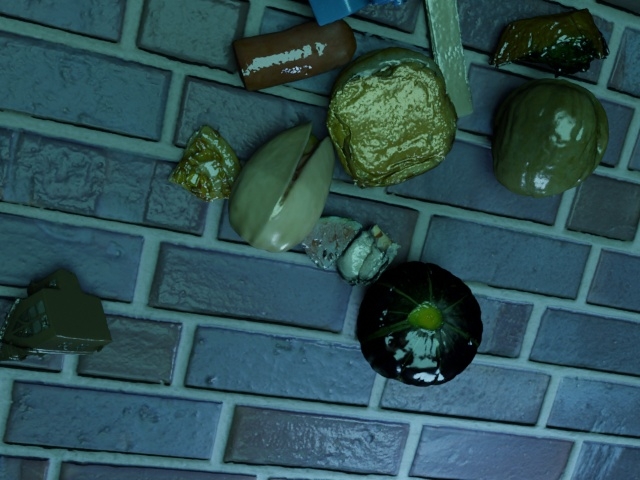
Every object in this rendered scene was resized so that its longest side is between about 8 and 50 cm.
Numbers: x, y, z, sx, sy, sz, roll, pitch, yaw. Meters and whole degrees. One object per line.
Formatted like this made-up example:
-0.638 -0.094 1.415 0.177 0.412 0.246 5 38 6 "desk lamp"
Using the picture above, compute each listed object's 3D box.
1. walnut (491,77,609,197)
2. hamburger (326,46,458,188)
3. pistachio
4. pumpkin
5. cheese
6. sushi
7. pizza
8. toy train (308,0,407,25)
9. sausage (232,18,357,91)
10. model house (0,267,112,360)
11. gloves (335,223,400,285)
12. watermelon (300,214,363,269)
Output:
0.520 -0.231 1.773 0.282 0.227 0.283 7 109 20 "walnut"
0.147 -0.270 1.691 0.318 0.158 0.319 -5 106 -16 "hamburger"
-0.074 -0.117 1.637 0.193 0.214 0.318 31 69 -10 "pistachio"
0.226 0.200 1.816 0.295 0.296 0.296 -4 105 -15 "pumpkin"
0.278 -0.471 1.745 0.085 0.034 0.400 -15 107 -7 "cheese"
0.539 -0.446 1.763 0.287 0.149 0.140 -14 111 -18 "sushi"
-0.250 -0.152 1.661 0.161 0.062 0.182 -18 110 -9 "pizza"
0.116 -0.559 1.535 0.300 0.265 0.188 -38 111 -36 "toy train"
-0.051 -0.394 1.630 0.259 0.113 0.114 -16 108 -10 "sausage"
-0.600 0.183 1.622 0.248 0.181 0.176 -28 69 19 "model house"
0.110 0.043 1.796 0.153 0.070 0.114 -44 67 1 "gloves"
0.000 0.000 1.773 0.187 0.071 0.139 -4 112 -23 "watermelon"
